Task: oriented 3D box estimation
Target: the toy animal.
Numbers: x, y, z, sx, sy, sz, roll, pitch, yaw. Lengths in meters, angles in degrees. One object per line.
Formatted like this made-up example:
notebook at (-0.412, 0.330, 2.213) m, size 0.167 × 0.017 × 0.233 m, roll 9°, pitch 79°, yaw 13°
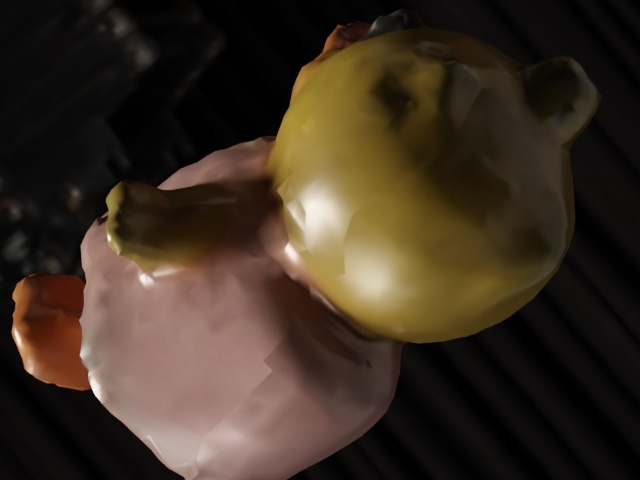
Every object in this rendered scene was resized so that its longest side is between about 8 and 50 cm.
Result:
toy animal at (0.003, 0.002, 0.806) m, size 0.281 × 0.169 × 0.195 m, roll -41°, pitch -36°, yaw 14°
